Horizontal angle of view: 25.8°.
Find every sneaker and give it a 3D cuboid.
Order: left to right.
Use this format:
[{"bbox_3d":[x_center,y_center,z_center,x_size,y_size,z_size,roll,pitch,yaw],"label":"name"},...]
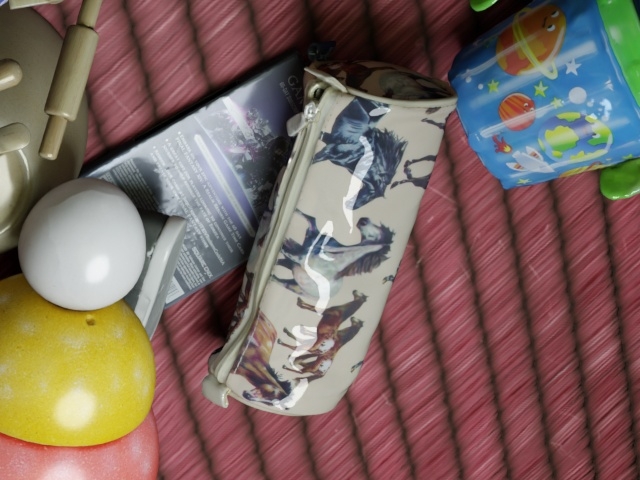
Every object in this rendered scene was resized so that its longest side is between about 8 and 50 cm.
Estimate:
[{"bbox_3d":[-0.251,0.063,1.527,0.147,0.104,0.296,24,127,1],"label":"sneaker"}]

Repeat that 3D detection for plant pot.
[{"bbox_3d":[-0.354,-0.090,1.354,0.284,0.191,0.284,-8,117,-16],"label":"plant pot"}]

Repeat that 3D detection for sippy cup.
[{"bbox_3d":[0.269,-0.168,1.504,0.224,0.240,0.305,-23,97,25],"label":"sippy cup"}]

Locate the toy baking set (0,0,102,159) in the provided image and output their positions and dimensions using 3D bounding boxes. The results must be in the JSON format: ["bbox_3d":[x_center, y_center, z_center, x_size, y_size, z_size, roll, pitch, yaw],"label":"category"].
[{"bbox_3d":[-0.304,-0.152,1.239,0.197,0.030,0.256,11,84,-7],"label":"toy baking set"}]

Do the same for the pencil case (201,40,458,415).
[{"bbox_3d":[0.000,0.000,1.508,0.183,0.160,0.410,7,112,-31],"label":"pencil case"}]

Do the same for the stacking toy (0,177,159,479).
[{"bbox_3d":[-0.278,0.146,1.381,0.350,0.350,0.480,7,117,-22],"label":"stacking toy"}]

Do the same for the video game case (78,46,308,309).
[{"bbox_3d":[-0.104,-0.065,1.549,0.274,0.026,0.196,-31,121,-4],"label":"video game case"}]

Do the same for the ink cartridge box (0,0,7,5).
[{"bbox_3d":[-0.441,-0.333,1.232,0.176,0.069,0.371,-34,105,-2],"label":"ink cartridge box"}]
